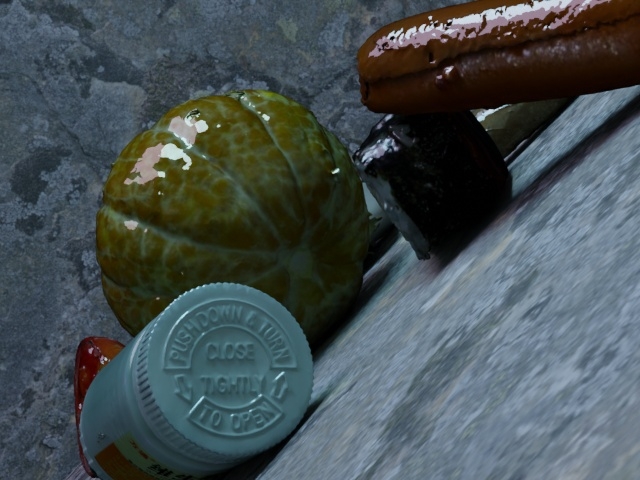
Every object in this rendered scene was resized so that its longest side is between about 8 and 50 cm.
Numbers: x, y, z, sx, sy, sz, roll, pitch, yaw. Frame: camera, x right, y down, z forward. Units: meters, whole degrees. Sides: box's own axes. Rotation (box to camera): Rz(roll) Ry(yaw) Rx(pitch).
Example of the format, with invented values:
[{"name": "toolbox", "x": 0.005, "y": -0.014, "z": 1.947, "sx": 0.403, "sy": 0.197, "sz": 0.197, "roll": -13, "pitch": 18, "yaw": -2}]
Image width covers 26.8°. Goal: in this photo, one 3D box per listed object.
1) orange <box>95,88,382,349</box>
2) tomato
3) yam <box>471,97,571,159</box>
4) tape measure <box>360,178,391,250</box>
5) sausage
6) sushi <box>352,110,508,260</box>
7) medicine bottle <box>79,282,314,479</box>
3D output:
[{"name": "orange", "x": -0.093, "y": -0.006, "z": 1.510, "sx": 0.249, "sy": 0.329, "sz": 0.329, "roll": 16, "pitch": 54, "yaw": 46}, {"name": "tomato", "x": -0.325, "y": 0.273, "z": 2.203, "sx": 0.139, "sy": 0.233, "sz": 0.200, "roll": 2, "pitch": -24, "yaw": -23}, {"name": "yam", "x": 0.263, "y": -0.196, "z": 1.455, "sx": 0.357, "sy": 0.081, "sz": 0.081, "roll": -43, "pitch": 3, "yaw": 4}, {"name": "tape measure", "x": 0.000, "y": 0.000, "z": 1.824, "sx": 0.265, "sy": 0.130, "sz": 0.258, "roll": -47, "pitch": -4, "yaw": 6}, {"name": "sausage", "x": 0.168, "y": -0.163, "z": 1.138, "sx": 0.330, "sy": 0.102, "sz": 0.102, "roll": -4, "pitch": 30, "yaw": 37}, {"name": "sushi", "x": 0.106, "y": -0.068, "z": 1.321, "sx": 0.126, "sy": 0.136, "sz": 0.225, "roll": -36, "pitch": 0, "yaw": 12}, {"name": "medicine bottle", "x": -0.133, "y": 0.157, "z": 1.295, "sx": 0.158, "sy": 0.158, "sz": 0.318, "roll": -47, "pitch": 4, "yaw": -28}]
